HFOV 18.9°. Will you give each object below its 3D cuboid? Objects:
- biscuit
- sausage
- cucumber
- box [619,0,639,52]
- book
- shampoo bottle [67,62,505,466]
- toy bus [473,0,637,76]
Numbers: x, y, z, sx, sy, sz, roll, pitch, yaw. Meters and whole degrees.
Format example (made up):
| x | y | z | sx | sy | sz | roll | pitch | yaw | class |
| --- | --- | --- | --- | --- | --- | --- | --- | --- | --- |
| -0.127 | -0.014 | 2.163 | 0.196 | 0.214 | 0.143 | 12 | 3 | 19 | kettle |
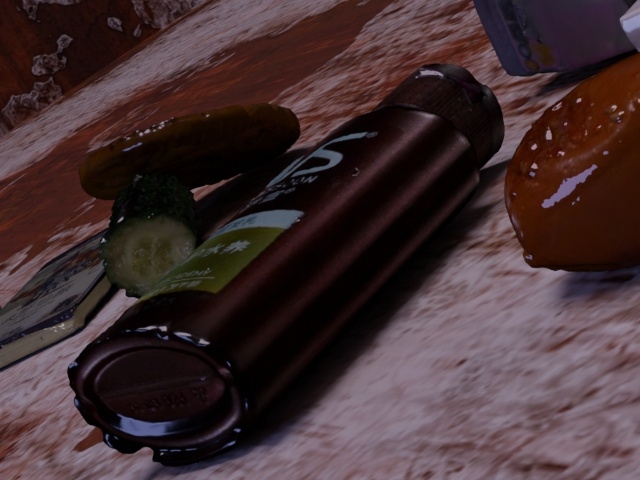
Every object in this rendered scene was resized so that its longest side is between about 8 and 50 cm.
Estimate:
| x | y | z | sx | sy | sz | roll | pitch | yaw | class |
| --- | --- | --- | --- | --- | --- | --- | --- | --- | --- |
| -0.107 | -0.068 | 1.573 | 0.187 | 0.027 | 0.188 | -16 | -10 | -3 | biscuit |
| 0.153 | -0.042 | 0.838 | 0.179 | 0.089 | 0.089 | -25 | 14 | 39 | sausage |
| -0.125 | -0.013 | 1.444 | 0.077 | 0.077 | 0.265 | -32 | 13 | 3 | cucumber |
| 0.259 | -0.147 | 1.005 | 0.135 | 0.081 | 0.199 | -23 | 13 | 41 | box |
| -0.213 | 0.042 | 1.568 | 0.157 | 0.026 | 0.231 | -26 | 14 | 27 | book |
| 0.000 | 0.000 | 1.061 | 0.129 | 0.084 | 0.323 | -17 | 19 | 43 | shampoo bottle |
| 0.242 | -0.225 | 1.311 | 0.138 | 0.112 | 0.317 | 0 | 34 | 50 | toy bus |
